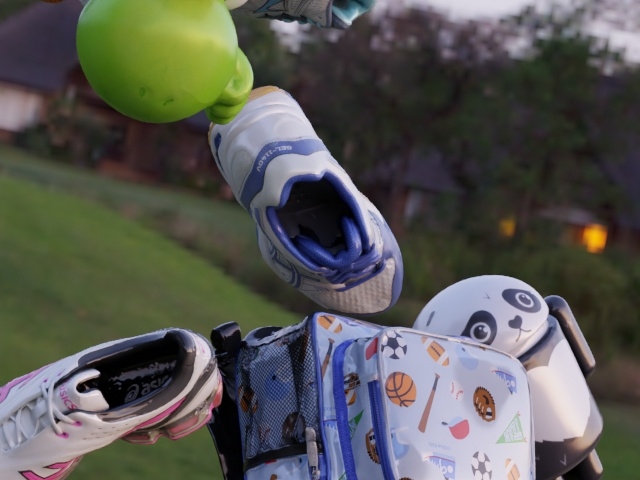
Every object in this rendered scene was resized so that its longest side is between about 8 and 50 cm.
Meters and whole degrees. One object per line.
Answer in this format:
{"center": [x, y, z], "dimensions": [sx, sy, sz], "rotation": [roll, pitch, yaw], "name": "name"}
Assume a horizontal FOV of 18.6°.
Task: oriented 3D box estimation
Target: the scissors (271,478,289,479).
{"center": [0.101, 0.221, 1.376], "dimensions": [0.297, 0.109, 0.021], "rotation": [1, -20, 9], "name": "scissors"}

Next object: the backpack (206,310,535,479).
{"center": [0.056, 0.201, 1.632], "dimensions": [0.276, 0.263, 0.213], "rotation": [11, -17, -37], "name": "backpack"}

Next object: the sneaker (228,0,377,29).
{"center": [-0.022, -0.227, 1.726], "dimensions": [0.122, 0.110, 0.283], "rotation": [46, -28, -14], "name": "sneaker"}

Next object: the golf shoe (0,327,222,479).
{"center": [-0.146, 0.094, 1.082], "dimensions": [0.186, 0.067, 0.086], "rotation": [-25, -23, -7], "name": "golf shoe"}

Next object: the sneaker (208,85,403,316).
{"center": [0.000, 0.000, 1.707], "dimensions": [0.296, 0.112, 0.131], "rotation": [50, 5, -46], "name": "sneaker"}

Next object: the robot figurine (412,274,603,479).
{"center": [0.213, 0.173, 2.194], "dimensions": [0.173, 0.278, 0.209], "rotation": [-22, 14, 17], "name": "robot figurine"}

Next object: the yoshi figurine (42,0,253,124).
{"center": [-0.137, -0.173, 1.434], "dimensions": [0.203, 0.203, 0.362], "rotation": [-17, 10, -15], "name": "yoshi figurine"}
